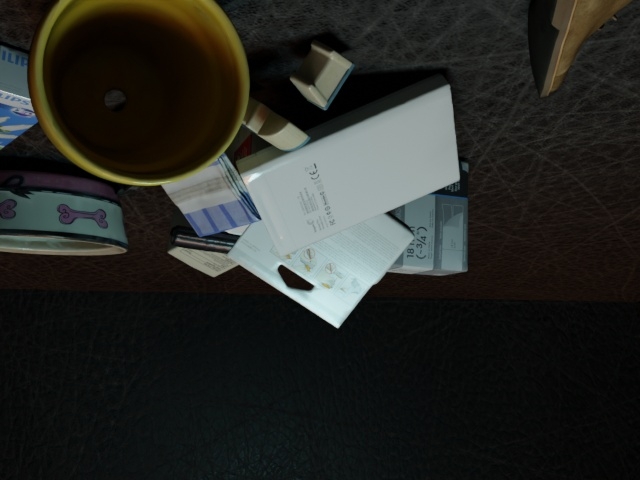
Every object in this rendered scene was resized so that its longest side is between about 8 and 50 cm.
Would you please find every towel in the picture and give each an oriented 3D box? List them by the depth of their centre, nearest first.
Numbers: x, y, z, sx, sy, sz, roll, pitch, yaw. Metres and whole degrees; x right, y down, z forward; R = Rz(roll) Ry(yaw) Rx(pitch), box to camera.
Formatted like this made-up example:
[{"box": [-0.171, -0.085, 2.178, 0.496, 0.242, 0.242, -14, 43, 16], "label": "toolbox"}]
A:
[{"box": [-0.237, -0.130, 1.223, 0.209, 0.034, 0.285, -11, 120, 44], "label": "towel"}]

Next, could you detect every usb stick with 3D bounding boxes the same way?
[{"box": [-0.182, 0.009, 1.471, 0.277, 0.045, 0.077, 10, 170, -13], "label": "usb stick"}]

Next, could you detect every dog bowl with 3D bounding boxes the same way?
[{"box": [-0.652, -0.058, 1.606, 0.407, 0.151, 0.408, 2, 173, 0], "label": "dog bowl"}]

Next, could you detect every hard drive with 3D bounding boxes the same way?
[{"box": [0.059, -0.117, 1.160, 0.353, 0.047, 0.233, -23, 142, -2], "label": "hard drive"}]

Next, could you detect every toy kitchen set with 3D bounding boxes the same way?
[{"box": [-0.066, -0.241, 1.067, 0.207, 0.166, 0.122, 35, -175, 30], "label": "toy kitchen set"}]

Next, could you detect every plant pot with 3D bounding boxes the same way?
[{"box": [-0.249, -0.197, 0.897, 0.253, 0.254, 0.239, 7, -179, -26], "label": "plant pot"}]

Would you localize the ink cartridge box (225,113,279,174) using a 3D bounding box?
[{"box": [-0.160, -0.159, 1.269, 0.175, 0.128, 0.072, -12, 162, 42], "label": "ink cartridge box"}]

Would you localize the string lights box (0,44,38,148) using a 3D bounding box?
[{"box": [-0.530, -0.226, 1.097, 0.133, 0.077, 0.259, 13, 162, -41], "label": "string lights box"}]

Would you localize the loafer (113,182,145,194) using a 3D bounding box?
[{"box": [-0.416, -0.138, 1.541, 0.061, 0.062, 0.170, -3, 180, -28], "label": "loafer"}]

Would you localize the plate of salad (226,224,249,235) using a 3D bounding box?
[{"box": [-0.148, -0.053, 1.387, 0.199, 0.048, 0.200, 3, 162, 1], "label": "plate of salad"}]

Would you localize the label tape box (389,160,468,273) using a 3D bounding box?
[{"box": [0.143, -0.057, 1.444, 0.333, 0.241, 0.106, 5, 172, -21], "label": "label tape box"}]

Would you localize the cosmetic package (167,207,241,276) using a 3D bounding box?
[{"box": [-0.189, -0.046, 1.555, 0.296, 0.129, 0.153, -25, 139, 31], "label": "cosmetic package"}]

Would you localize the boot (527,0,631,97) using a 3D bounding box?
[{"box": [0.321, -0.271, 0.851, 0.115, 0.112, 0.305, -12, 164, 5], "label": "boot"}]

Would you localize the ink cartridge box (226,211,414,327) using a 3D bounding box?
[{"box": [0.000, 0.000, 1.306, 0.275, 0.239, 0.060, 35, -166, -16], "label": "ink cartridge box"}]
